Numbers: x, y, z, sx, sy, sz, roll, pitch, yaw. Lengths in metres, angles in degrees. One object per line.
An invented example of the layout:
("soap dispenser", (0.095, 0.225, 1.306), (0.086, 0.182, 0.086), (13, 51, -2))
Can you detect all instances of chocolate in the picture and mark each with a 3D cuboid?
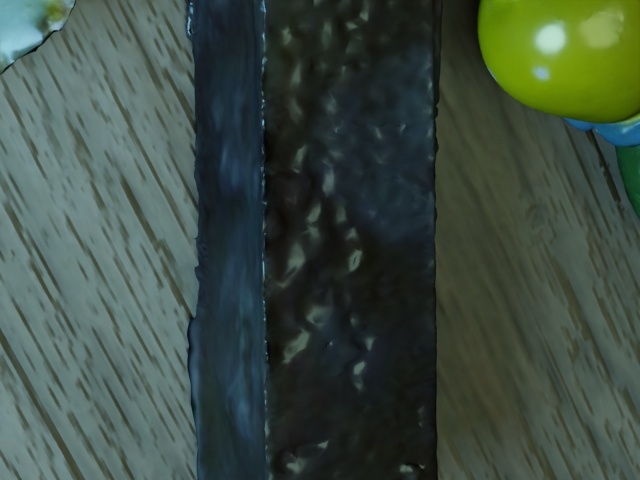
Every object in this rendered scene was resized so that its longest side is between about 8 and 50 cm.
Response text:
("chocolate", (0.000, 0.000, 0.957), (0.112, 0.112, 0.321), (-6, 105, -22))

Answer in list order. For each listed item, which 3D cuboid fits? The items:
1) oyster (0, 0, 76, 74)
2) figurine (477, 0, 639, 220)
("oyster", (-0.198, -0.187, 0.866), (0.198, 0.092, 0.259), (8, 112, -15))
("figurine", (0.182, -0.114, 0.951), (0.185, 0.127, 0.234), (-44, 108, 0))
